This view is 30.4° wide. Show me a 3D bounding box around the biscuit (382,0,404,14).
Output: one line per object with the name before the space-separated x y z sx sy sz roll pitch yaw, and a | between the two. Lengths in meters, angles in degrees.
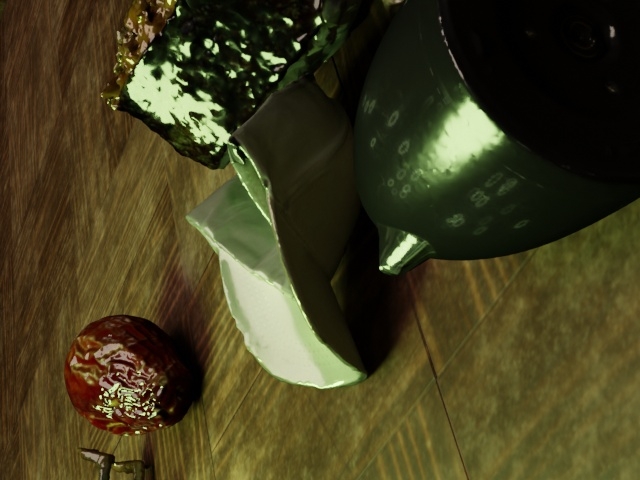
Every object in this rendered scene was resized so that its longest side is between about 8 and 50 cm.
biscuit | 0.096 -0.328 1.133 0.061 0.055 0.219 177 101 -71

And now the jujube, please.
jujube | -0.259 0.193 1.643 0.236 0.168 0.168 12 94 50

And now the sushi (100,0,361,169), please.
sushi | -0.077 -0.245 1.249 0.348 0.207 0.234 -50 6 31

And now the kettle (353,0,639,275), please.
kettle | 0.137 -0.106 0.857 0.268 0.207 0.290 -60 5 -27

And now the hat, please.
hat | -0.008 -0.002 1.188 0.301 0.168 0.258 66 161 8

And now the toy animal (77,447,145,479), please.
toy animal | -0.303 0.402 1.696 0.298 0.122 0.185 -4 69 58
